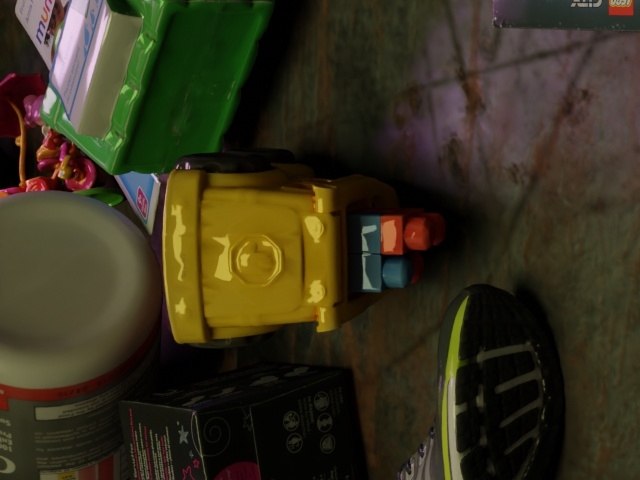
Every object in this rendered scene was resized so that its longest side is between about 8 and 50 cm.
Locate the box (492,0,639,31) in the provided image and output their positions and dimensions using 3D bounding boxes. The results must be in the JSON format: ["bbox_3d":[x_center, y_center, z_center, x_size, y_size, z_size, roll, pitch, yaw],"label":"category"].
[{"bbox_3d":[0.209,-0.217,1.016,0.233,0.044,0.159,11,109,48],"label":"box"}]

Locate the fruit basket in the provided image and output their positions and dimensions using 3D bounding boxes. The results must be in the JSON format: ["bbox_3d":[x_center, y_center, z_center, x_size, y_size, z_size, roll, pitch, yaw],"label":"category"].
[{"bbox_3d":[-0.193,-0.234,1.401,0.353,0.165,0.327,52,135,32],"label":"fruit basket"}]

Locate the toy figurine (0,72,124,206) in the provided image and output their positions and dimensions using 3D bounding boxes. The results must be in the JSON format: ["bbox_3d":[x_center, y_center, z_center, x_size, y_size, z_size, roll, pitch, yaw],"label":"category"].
[{"bbox_3d":[-0.289,-0.100,1.608,0.173,0.130,0.159,-17,77,29],"label":"toy figurine"}]

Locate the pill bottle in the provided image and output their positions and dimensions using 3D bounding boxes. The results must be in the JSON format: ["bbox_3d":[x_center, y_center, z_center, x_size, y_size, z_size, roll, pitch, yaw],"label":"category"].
[{"bbox_3d":[-0.259,0.139,1.497,0.210,0.210,0.363,51,152,28],"label":"pill bottle"}]

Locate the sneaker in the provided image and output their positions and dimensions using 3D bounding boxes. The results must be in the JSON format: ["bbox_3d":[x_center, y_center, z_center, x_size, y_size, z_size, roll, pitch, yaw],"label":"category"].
[{"bbox_3d":[0.106,0.176,1.205,0.121,0.111,0.300,20,113,50],"label":"sneaker"}]

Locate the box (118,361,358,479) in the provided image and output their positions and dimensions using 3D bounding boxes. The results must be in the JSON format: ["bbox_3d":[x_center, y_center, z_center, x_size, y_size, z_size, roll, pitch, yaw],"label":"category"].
[{"bbox_3d":[-0.062,0.245,1.377,0.142,0.163,0.247,0,100,54],"label":"box"}]

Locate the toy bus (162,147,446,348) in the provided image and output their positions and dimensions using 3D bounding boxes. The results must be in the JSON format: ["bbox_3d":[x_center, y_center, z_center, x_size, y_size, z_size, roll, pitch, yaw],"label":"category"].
[{"bbox_3d":[0.000,0.000,1.246,0.211,0.220,0.149,-1,97,17],"label":"toy bus"}]
